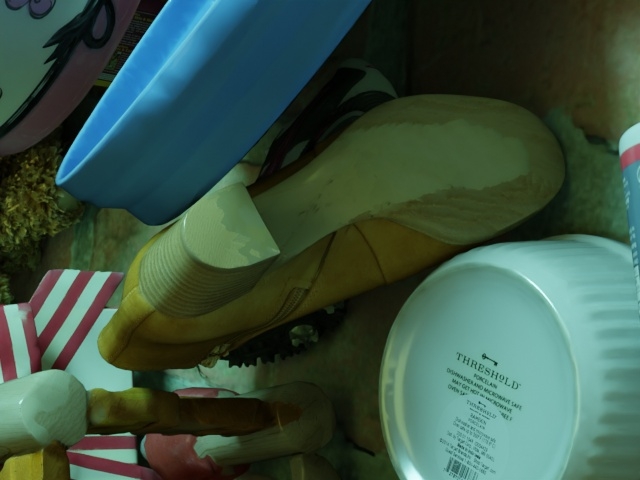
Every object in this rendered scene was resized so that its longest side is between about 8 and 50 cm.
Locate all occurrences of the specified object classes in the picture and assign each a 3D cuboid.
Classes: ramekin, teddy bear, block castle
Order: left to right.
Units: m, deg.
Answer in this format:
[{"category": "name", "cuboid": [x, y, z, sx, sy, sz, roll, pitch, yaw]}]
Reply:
[{"category": "teddy bear", "cuboid": [-0.347, -0.021, 1.451, 0.338, 0.113, 0.245, -25, 66, 44]}, {"category": "block castle", "cuboid": [-0.137, 0.318, 1.035, 0.213, 0.303, 0.453, -19, 71, 47]}, {"category": "ramekin", "cuboid": [0.131, 0.096, 0.903, 0.207, 0.109, 0.207, -6, 82, 47]}]

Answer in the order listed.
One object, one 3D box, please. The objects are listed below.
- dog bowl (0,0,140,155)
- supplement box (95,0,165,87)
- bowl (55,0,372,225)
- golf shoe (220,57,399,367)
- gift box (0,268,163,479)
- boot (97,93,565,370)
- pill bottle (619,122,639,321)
[{"category": "dog bowl", "cuboid": [-0.293, -0.256, 1.321, 0.408, 0.150, 0.408, -30, 48, 41]}, {"category": "supplement box", "cuboid": [-0.179, -0.182, 1.319, 0.083, 0.055, 0.043, -58, 46, 25]}, {"category": "bowl", "cuboid": [-0.034, -0.175, 0.986, 0.391, 0.077, 0.391, -50, 14, 16]}, {"category": "golf shoe", "cuboid": [-0.014, -0.012, 1.106, 0.273, 0.105, 0.120, -52, 29, 31]}, {"category": "gift box", "cuboid": [-0.275, 0.169, 1.254, 0.258, 0.276, 0.255, -26, 70, 61]}, {"category": "boot", "cuboid": [0.000, 0.001, 0.978, 0.104, 0.295, 0.211, 68, 153, 12]}, {"category": "pill bottle", "cuboid": [0.228, 0.022, 0.802, 0.108, 0.108, 0.180, -17, 74, 46]}]
